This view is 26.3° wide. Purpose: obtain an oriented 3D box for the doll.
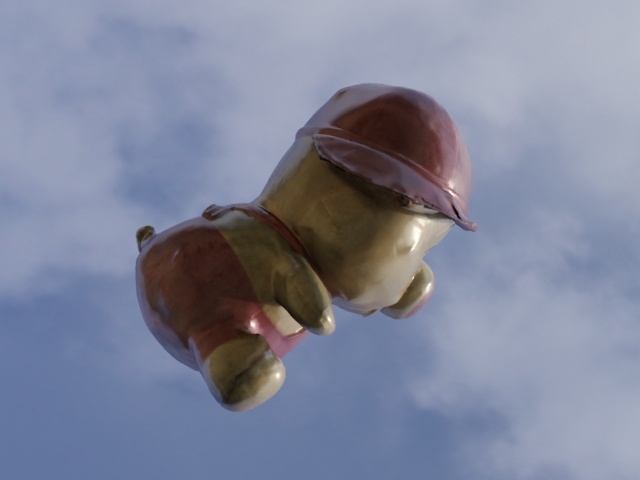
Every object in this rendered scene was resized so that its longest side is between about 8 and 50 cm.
[{"bbox_3d":[0.002,0.003,0.940,0.256,0.152,0.196,-42,-146,-9],"label":"doll"}]
